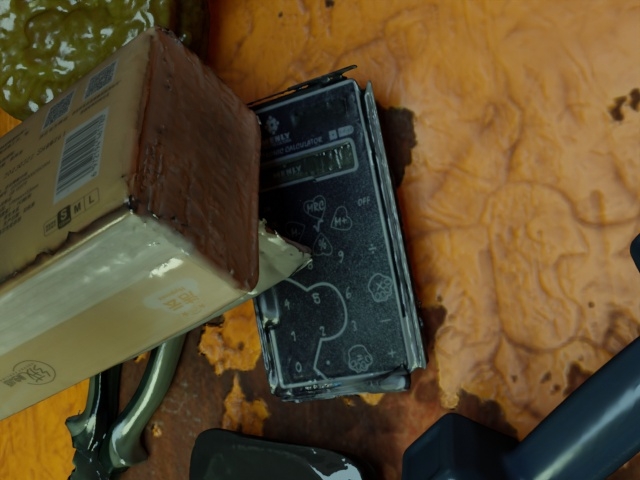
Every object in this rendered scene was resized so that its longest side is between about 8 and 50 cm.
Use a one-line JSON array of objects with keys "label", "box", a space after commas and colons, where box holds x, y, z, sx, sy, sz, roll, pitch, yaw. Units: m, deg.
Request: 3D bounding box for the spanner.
[{"label": "spanner", "box": [-0.204, 0.168, 0.922, 0.096, 0.040, 0.324, 25, 100, 25]}]

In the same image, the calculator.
[{"label": "calculator", "box": [0.000, 0.000, 0.805, 0.166, 0.028, 0.274, -14, 85, 35]}]

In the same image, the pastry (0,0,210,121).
[{"label": "pastry", "box": [-0.215, -0.214, 0.893, 0.240, 0.132, 0.235, 31, 96, 18]}]

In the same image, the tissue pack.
[{"label": "tissue pack", "box": [-0.185, 0.015, 0.793, 0.305, 0.238, 0.238, -28, 77, 25]}]

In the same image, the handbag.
[{"label": "handbag", "box": [-0.040, 0.335, 0.812, 0.192, 0.075, 0.332, 3, 92, 28]}]

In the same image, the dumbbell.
[{"label": "dumbbell", "box": [0.203, 0.121, 0.645, 0.325, 0.144, 0.160, -48, 68, 19]}]
